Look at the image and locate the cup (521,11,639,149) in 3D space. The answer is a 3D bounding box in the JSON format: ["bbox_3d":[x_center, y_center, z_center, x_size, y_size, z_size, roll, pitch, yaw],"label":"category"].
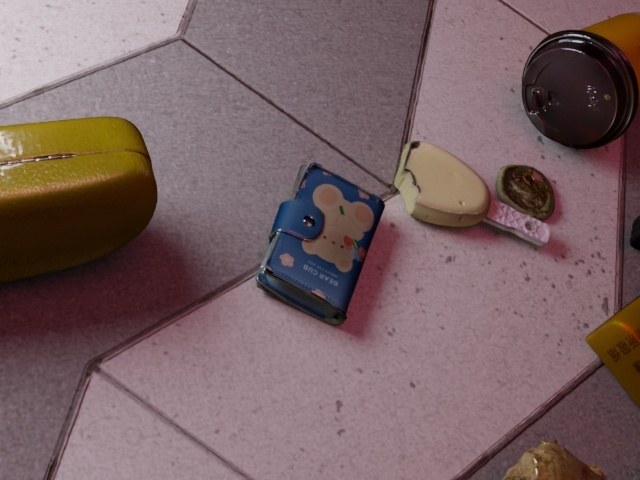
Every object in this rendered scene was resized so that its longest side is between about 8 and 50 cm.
[{"bbox_3d":[0.465,-0.274,1.612,0.196,0.196,0.280,48,48,10],"label":"cup"}]

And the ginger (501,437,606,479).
[{"bbox_3d":[0.348,0.417,1.170,0.375,0.166,0.236,39,41,12],"label":"ginger"}]

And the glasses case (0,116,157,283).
[{"bbox_3d":[-0.378,-0.034,1.147,0.371,0.173,0.141,-9,64,-22],"label":"glasses case"}]

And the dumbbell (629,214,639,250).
[{"bbox_3d":[0.537,0.025,1.508,0.099,0.099,0.208,0,60,-21],"label":"dumbbell"}]

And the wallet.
[{"bbox_3d":[0.000,0.000,1.343,0.141,0.059,0.202,28,57,-11],"label":"wallet"}]

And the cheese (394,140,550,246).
[{"bbox_3d":[0.228,-0.054,1.465,0.256,0.050,0.127,25,55,-6],"label":"cheese"}]

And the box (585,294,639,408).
[{"bbox_3d":[0.582,0.222,1.310,0.116,0.264,0.415,-26,74,-33],"label":"box"}]

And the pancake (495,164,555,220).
[{"bbox_3d":[0.321,-0.077,1.535,0.108,0.017,0.108,12,54,-16],"label":"pancake"}]
